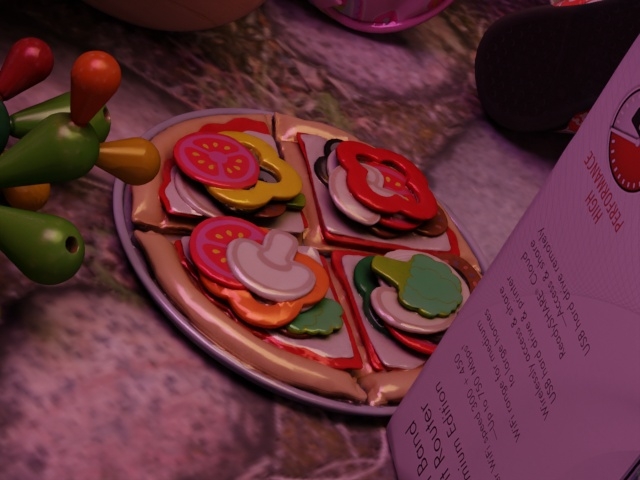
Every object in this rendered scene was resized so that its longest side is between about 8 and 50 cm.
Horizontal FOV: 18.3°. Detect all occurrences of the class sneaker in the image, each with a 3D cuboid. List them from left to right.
[{"bbox_3d":[0.228,-0.105,1.063,0.145,0.270,0.090,-11,96,-48],"label":"sneaker"}]

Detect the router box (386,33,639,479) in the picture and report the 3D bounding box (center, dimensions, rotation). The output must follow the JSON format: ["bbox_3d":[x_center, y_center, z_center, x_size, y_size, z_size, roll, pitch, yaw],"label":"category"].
[{"bbox_3d":[0.152,0.102,0.697,0.082,0.301,0.335,11,40,-24],"label":"router box"}]

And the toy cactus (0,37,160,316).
[{"bbox_3d":[-0.177,-0.036,0.822,0.180,0.112,0.219,28,44,14],"label":"toy cactus"}]

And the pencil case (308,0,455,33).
[{"bbox_3d":[0.023,-0.245,1.177,0.124,0.124,0.284,14,38,-19],"label":"pencil case"}]

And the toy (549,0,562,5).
[{"bbox_3d":[0.114,-0.233,1.245,0.056,0.137,0.237,-11,36,16],"label":"toy"}]

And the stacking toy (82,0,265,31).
[{"bbox_3d":[-0.052,-0.271,1.073,0.141,0.141,0.330,22,51,-10],"label":"stacking toy"}]

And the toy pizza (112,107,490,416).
[{"bbox_3d":[0.000,0.000,0.939,0.201,0.032,0.201,18,38,-15],"label":"toy pizza"}]
